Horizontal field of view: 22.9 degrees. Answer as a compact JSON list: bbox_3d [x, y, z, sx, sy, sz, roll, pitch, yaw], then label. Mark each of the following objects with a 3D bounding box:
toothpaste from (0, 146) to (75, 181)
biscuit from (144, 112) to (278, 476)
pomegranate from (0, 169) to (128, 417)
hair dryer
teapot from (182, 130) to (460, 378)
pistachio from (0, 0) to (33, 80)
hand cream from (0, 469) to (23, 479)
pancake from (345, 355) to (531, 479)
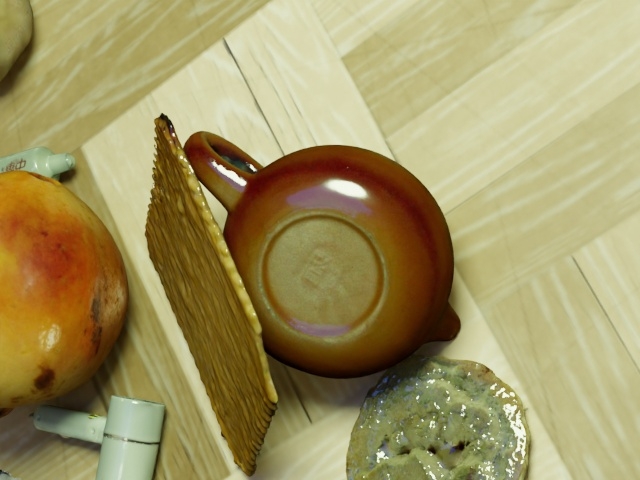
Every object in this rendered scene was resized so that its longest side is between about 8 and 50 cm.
[{"bbox_3d":[-0.318,-0.046,1.441,0.233,0.038,0.060,-14,71,28],"label":"toothpaste"},{"bbox_3d":[-0.087,0.048,1.221,0.013,0.232,0.237,-19,68,-18],"label":"biscuit"},{"bbox_3d":[-0.266,0.040,1.302,0.209,0.209,0.209,-5,79,27],"label":"pomegranate"},{"bbox_3d":[-0.195,0.166,1.336,0.137,0.047,0.082,9,86,34],"label":"hair dryer"},{"bbox_3d":[0.000,0.000,1.205,0.252,0.135,0.178,39,105,5],"label":"teapot"},{"bbox_3d":[-0.348,-0.227,1.440,0.223,0.126,0.152,46,138,26],"label":"pistachio"},{"bbox_3d":[-0.180,0.258,1.309,0.257,0.050,0.084,9,83,35],"label":"hand cream"},{"bbox_3d":[0.088,0.163,1.198,0.158,0.028,0.158,-7,75,28],"label":"pancake"}]
